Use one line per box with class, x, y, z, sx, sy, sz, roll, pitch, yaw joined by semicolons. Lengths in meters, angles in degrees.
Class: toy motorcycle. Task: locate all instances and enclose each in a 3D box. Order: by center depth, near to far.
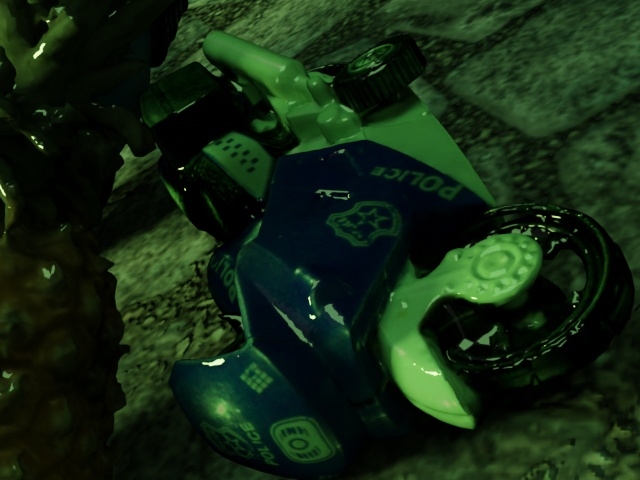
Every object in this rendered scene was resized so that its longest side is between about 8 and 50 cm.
toy motorcycle;0.000;0.000;0.547;0.196;0.125;0.331;-33;34;-6

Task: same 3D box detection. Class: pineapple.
pineapple;-0.154;-0.013;0.509;0.169;0.169;0.341;11;91;48

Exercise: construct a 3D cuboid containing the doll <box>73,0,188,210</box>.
doll;-0.224;-0.101;0.689;0.284;0.310;0.240;-19;63;-19
